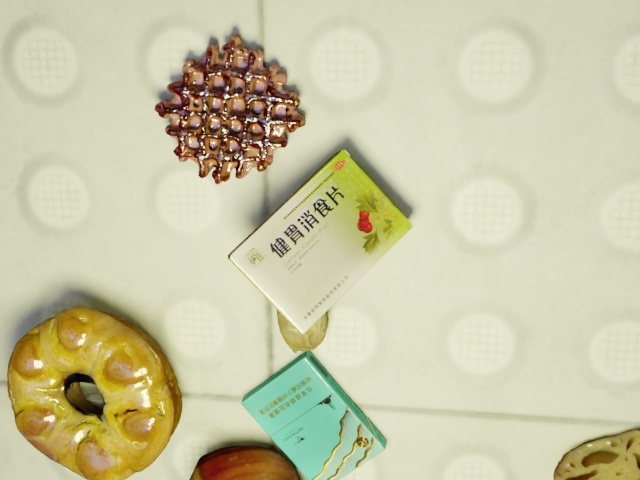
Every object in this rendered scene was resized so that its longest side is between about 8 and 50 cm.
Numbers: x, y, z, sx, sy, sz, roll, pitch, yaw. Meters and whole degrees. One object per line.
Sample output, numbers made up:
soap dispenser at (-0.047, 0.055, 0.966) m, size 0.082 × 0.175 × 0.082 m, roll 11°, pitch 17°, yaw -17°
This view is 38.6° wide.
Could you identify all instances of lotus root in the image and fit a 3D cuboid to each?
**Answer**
lotus root at (0.518, 0.453, 1.562) m, size 0.199 × 0.188 × 0.180 m, roll -18°, pitch 118°, yaw 12°

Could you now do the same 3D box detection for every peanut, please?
peanut at (-0.038, 0.096, 1.586) m, size 0.100 × 0.099 × 0.214 m, roll -8°, pitch 100°, yaw 11°

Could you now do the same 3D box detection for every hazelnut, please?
hazelnut at (-0.136, 0.477, 1.686) m, size 0.181 × 0.181 × 0.212 m, roll 12°, pitch 112°, yaw 38°

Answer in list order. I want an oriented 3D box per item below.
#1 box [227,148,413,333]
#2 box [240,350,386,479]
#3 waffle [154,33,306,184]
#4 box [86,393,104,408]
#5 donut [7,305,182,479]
box at (0.000, 0.001, 1.505) m, size 0.260 × 0.062 × 0.175 m, roll -44°, pitch 97°, yaw -7°
box at (-0.012, 0.333, 1.677) m, size 0.162 × 0.041 × 0.229 m, roll -38°, pitch 98°, yaw 18°
waffle at (-0.154, -0.211, 1.523) m, size 0.234 × 0.055 × 0.221 m, roll -40°, pitch 96°, yaw 13°
box at (-0.364, 0.334, 1.735) m, size 0.154 × 0.040 × 0.084 m, roll -2°, pitch 106°, yaw 9°
donut at (-0.402, 0.272, 1.636) m, size 0.299 × 0.150 × 0.317 m, roll -18°, pitch 90°, yaw 9°
